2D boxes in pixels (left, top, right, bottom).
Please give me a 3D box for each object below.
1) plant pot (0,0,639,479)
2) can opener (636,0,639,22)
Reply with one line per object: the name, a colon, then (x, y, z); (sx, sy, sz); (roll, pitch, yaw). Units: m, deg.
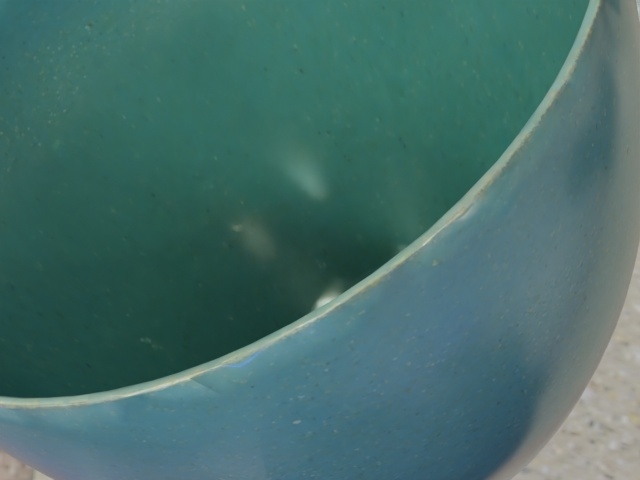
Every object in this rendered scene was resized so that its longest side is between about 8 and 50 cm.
plant pot: (0.000, 0.000, 0.611); (0.290, 0.195, 0.290); (-19, 42, 17)
can opener: (0.225, -0.185, 1.054); (0.074, 0.093, 0.280); (25, 95, -2)
